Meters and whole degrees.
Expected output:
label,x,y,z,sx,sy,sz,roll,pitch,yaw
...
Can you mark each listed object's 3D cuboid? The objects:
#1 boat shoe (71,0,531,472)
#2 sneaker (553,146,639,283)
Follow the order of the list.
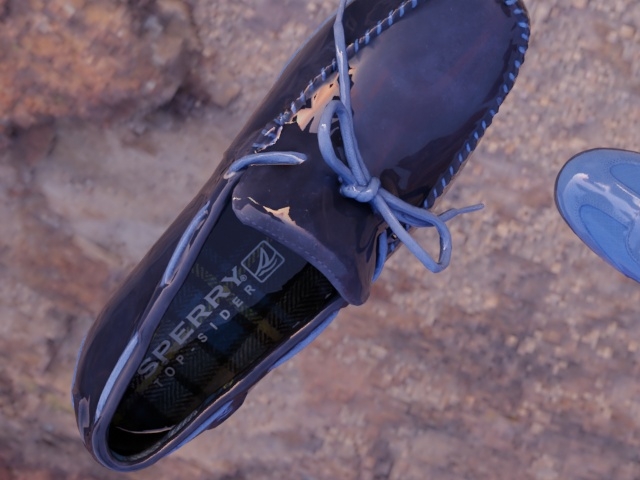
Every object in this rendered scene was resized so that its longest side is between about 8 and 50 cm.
label,x,y,z,sx,sy,sz,roll,pitch,yaw
boat shoe,0.000,0.000,0.578,0.109,0.089,0.258,33,101,-16
sneaker,0.218,0.017,0.761,0.209,0.069,0.082,38,-174,7
